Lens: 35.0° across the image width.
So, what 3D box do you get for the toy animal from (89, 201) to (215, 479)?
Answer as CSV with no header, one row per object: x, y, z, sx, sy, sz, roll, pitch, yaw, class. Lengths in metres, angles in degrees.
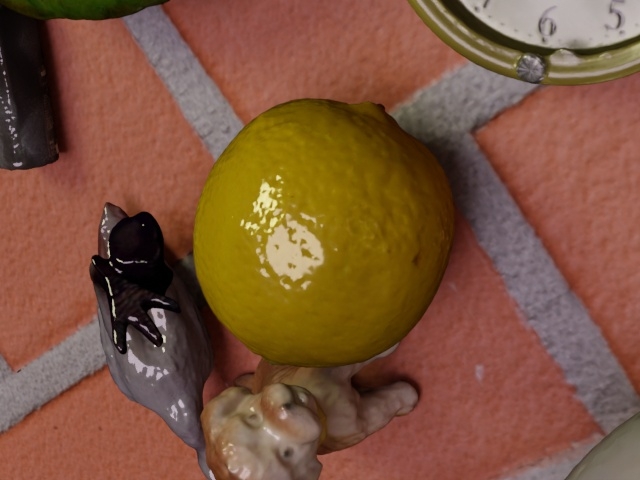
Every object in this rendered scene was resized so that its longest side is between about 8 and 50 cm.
-0.136,0.100,0.865,0.090,0.195,0.324,-18,130,-6,toy animal

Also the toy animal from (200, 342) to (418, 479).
-0.044,0.141,0.784,0.184,0.185,0.104,-15,106,36,toy animal

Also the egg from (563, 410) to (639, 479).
0.257,0.247,0.572,0.354,0.354,0.340,-4,88,32,egg

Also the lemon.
0.000,0.000,0.698,0.178,0.178,0.203,27,108,18,lemon

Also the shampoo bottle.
-0.264,-0.165,0.859,0.057,0.063,0.207,15,120,36,shampoo bottle

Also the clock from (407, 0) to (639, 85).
0.147,-0.209,0.596,0.237,0.057,0.237,11,117,24,clock

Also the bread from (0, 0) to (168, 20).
-0.186,-0.331,0.644,0.366,0.129,0.382,21,135,18,bread
